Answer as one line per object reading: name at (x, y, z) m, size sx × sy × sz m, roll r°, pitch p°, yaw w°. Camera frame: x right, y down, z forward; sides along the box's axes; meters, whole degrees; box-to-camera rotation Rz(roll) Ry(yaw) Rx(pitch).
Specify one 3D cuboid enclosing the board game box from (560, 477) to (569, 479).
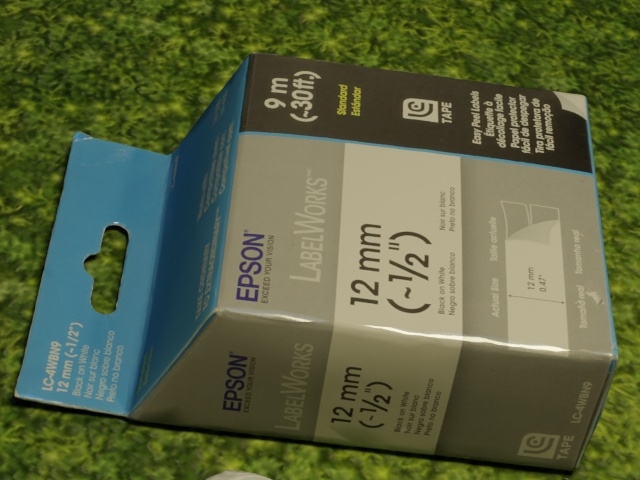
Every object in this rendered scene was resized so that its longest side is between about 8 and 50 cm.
board game box at (0.071, 0.229, 0.870) m, size 0.194 × 0.060 × 0.194 m, roll -7°, pitch 46°, yaw -15°

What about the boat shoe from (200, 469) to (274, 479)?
boat shoe at (-0.092, 0.250, 0.797) m, size 0.109 × 0.094 × 0.302 m, roll 41°, pitch 55°, yaw -21°

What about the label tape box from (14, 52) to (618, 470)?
label tape box at (0.000, 0.000, 1.061) m, size 0.348 × 0.115 × 0.249 m, roll 8°, pitch 43°, yaw -4°
